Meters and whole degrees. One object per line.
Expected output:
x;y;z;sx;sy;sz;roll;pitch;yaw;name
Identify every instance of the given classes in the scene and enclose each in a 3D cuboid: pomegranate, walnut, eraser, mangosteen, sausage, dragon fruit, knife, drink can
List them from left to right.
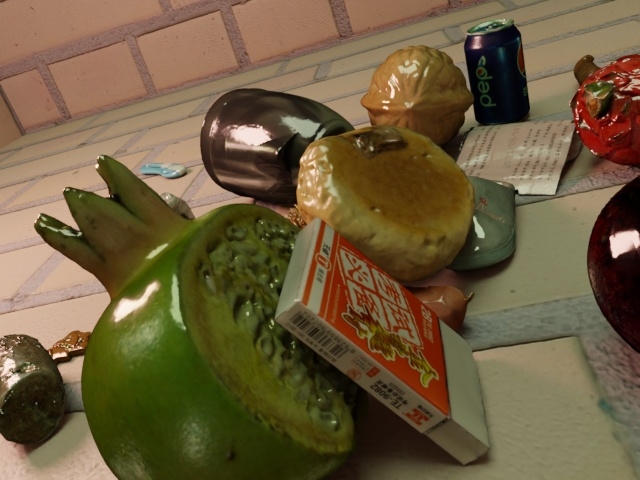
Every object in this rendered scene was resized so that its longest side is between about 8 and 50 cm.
-0.450;-0.202;1.728;0.222;0.031;0.064;10;41;46;knife
-0.124;0.095;0.587;0.216;0.358;0.309;-42;13;29;pomegranate
0.064;0.090;0.587;0.038;0.230;0.157;-44;16;24;eraser
0.106;0.085;0.747;0.169;0.065;0.065;0;31;35;sausage
0.192;-0.276;1.221;0.225;0.224;0.261;-9;13;18;walnut
0.367;-0.347;1.271;0.118;0.204;0.118;-15;26;7;drink can
0.489;-0.203;0.949;0.210;0.172;0.172;-22;24;-27;dragon fruit
0.347;0.017;0.539;0.216;0.216;0.216;-15;25;7;mangosteen

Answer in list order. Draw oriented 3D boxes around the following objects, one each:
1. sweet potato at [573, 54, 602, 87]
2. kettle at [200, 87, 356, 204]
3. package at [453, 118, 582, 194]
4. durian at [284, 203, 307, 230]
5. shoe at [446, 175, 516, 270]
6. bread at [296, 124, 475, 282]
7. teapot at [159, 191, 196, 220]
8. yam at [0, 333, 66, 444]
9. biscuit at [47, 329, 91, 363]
0.584;-0.342;1.292;0.078;0.058;0.255;3;31;-2;sweet potato
-0.026;-0.174;1.223;0.321;0.228;0.324;1;12;-44;kettle
0.343;-0.160;1.082;0.204;0.062;0.251;0;35;36;package
0.000;0.000;0.911;0.158;0.137;0.168;-26;8;36;durian
0.228;-0.048;0.889;0.103;0.100;0.251;-6;25;23;shoe
0.076;-0.045;0.792;0.245;0.134;0.244;11;53;-15;bread
-0.220;0.033;0.930;0.163;0.178;0.221;3;32;37;teapot
-0.407;0.195;0.827;0.107;0.107;0.183;-32;31;-26;yam
-0.406;0.171;0.966;0.092;0.016;0.082;-28;27;-23;biscuit
